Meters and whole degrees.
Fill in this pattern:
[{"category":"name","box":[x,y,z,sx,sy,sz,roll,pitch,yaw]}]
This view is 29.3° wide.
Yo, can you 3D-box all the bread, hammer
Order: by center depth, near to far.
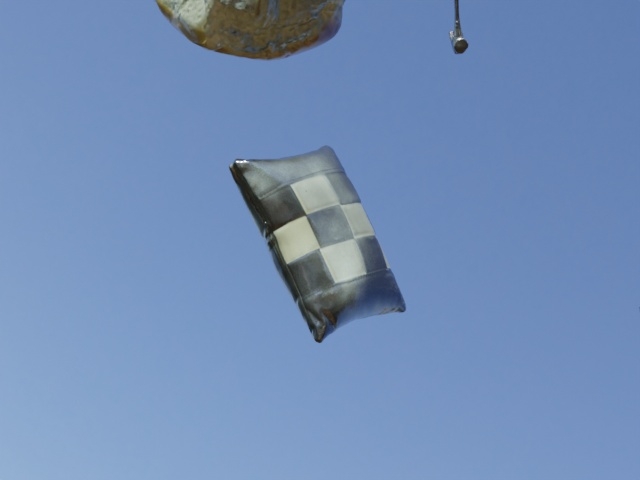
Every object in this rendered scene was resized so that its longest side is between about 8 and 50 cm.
[{"category":"hammer","box":[0.181,-0.351,1.634,0.021,0.078,0.201,-3,-80,2]},{"category":"bread","box":[-0.109,-0.388,1.726,0.279,0.250,0.225,52,-42,36]}]

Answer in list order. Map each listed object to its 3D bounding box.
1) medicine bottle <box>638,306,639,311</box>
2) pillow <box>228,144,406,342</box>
[{"category":"medicine bottle","box":[0.555,-0.025,1.387,0.426,0.108,0.108,-42,-72,16]},{"category":"pillow","box":[0.000,0.000,1.531,0.106,0.186,0.250,-35,-105,40]}]
